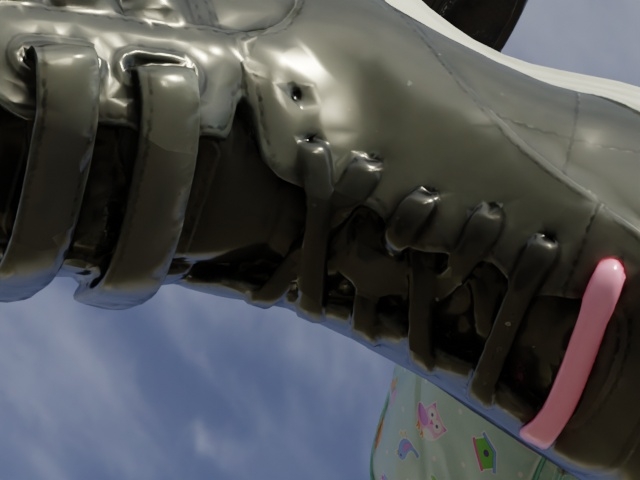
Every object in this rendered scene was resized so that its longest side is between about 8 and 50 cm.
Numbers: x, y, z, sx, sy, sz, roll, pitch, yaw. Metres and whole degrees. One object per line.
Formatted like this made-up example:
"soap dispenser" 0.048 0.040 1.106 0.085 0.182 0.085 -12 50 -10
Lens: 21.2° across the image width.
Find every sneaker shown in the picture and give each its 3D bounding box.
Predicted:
"sneaker" 0.000 0.000 0.401 0.296 0.147 0.104 39 -52 27

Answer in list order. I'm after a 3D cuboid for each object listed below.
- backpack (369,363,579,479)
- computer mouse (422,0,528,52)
"backpack" 0.097 0.061 0.718 0.115 0.152 0.182 0 -57 -26
"computer mouse" 0.039 -0.099 0.918 0.072 0.188 0.272 5 -59 -26
